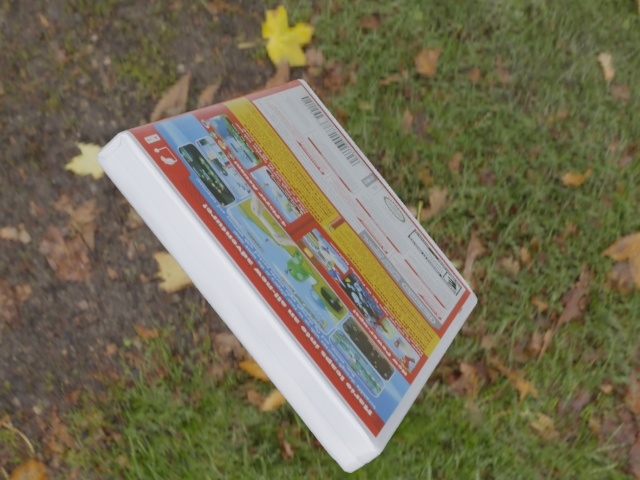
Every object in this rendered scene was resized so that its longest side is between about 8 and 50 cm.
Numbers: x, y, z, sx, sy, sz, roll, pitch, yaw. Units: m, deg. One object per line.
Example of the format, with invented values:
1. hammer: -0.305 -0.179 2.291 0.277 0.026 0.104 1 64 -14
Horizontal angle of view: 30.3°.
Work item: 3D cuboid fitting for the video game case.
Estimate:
1. video game case: 0.000 0.000 0.708 0.025 0.285 0.204 -39 89 21
